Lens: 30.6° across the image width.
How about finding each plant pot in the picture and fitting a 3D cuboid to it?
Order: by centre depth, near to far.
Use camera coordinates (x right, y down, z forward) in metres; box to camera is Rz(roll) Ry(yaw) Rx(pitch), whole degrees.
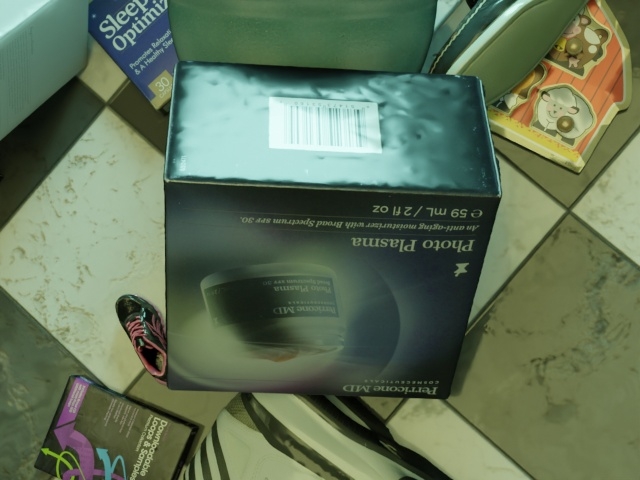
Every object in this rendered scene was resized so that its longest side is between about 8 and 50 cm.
[{"bbox_3d":[-0.020,-0.192,1.246,0.293,0.293,0.196,5,110,11],"label":"plant pot"}]

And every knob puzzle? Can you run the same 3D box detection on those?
[{"bbox_3d":[0.259,-0.197,1.303,0.213,0.030,0.213,-1,83,10],"label":"knob puzzle"}]

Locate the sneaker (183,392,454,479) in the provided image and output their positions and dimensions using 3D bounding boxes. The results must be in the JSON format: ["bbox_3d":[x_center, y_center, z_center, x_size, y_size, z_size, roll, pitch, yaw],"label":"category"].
[{"bbox_3d":[0.036,0.348,1.234,0.447,0.169,0.257,41,100,20],"label":"sneaker"}]

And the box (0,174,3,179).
[{"bbox_3d":[-0.475,-0.033,1.355,0.077,0.147,0.180,34,91,12],"label":"box"}]

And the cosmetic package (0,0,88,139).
[{"bbox_3d":[-0.415,-0.235,1.318,0.224,0.138,0.224,21,43,12],"label":"cosmetic package"}]

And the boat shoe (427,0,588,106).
[{"bbox_3d":[0.213,-0.273,1.256,0.113,0.127,0.340,39,82,25],"label":"boat shoe"}]

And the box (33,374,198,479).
[{"bbox_3d":[-0.234,0.237,1.341,0.162,0.029,0.116,20,87,10],"label":"box"}]

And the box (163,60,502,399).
[{"bbox_3d":[0.000,0.000,1.143,0.296,0.294,0.183,2,46,-4],"label":"box"}]

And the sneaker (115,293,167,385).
[{"bbox_3d":[-0.200,0.111,1.335,0.047,0.057,0.119,-36,78,6],"label":"sneaker"}]

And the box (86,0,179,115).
[{"bbox_3d":[-0.211,-0.276,1.394,0.136,0.036,0.225,-42,77,3],"label":"box"}]
